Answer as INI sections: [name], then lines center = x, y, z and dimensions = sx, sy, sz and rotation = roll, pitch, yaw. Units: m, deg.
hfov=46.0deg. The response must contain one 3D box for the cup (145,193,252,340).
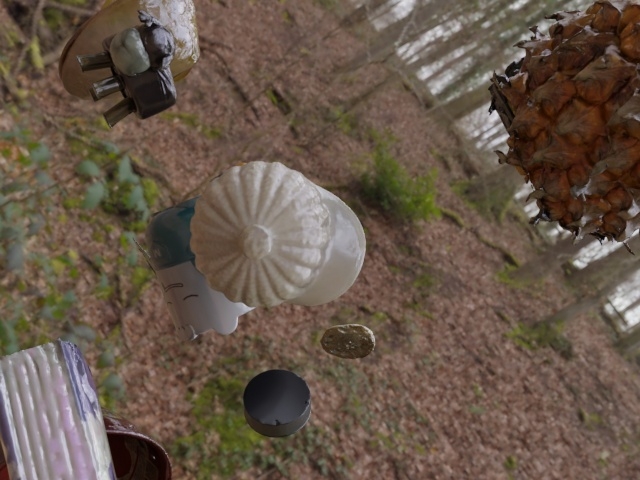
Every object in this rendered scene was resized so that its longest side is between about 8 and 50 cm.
[cup]
center = -0.237, 0.048, 1.502
dimensions = 0.289, 0.219, 0.258
rotation = -14, -82, 49

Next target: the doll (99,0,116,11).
[doll]
center = -0.370, -0.537, 1.523
dimensions = 0.142, 0.221, 0.135
rotation = 20, 12, 15

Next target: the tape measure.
[tape measure]
center = 0.350, -0.197, 1.222
dimensions = 0.186, 0.112, 0.199
rotation = 59, 10, 2

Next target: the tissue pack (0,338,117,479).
[tissue pack]
center = -0.331, 0.326, 0.991
dimensions = 0.242, 0.125, 0.344
rotation = 120, -47, -65

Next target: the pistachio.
[pistachio]
center = -0.337, -0.343, 1.329
dimensions = 0.163, 0.260, 0.213
rotation = 49, -24, 30

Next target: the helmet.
[helmet]
center = -0.489, 0.431, 1.390
dimensions = 0.230, 0.384, 0.338
rotation = 38, -65, 48

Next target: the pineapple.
[pineapple]
center = 0.413, -0.161, 0.924
dimensions = 0.352, 0.352, 0.300
rotation = 60, -29, -6

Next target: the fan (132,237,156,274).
[fan]
center = -0.359, 0.094, 1.721
dimensions = 0.152, 0.008, 0.227
rotation = 31, -27, 57

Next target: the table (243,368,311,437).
[table]
center = -0.085, 0.318, 1.480
dimensions = 0.133, 0.133, 0.043
rotation = 53, -26, 40

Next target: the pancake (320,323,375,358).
[pancake]
center = 0.065, 0.242, 1.808
dimensions = 0.139, 0.139, 0.022
rotation = 67, 20, -46

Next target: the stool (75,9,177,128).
[stool]
center = -0.267, -0.241, 1.063
dimensions = 0.125, 0.121, 0.217
rotation = 65, -18, 0

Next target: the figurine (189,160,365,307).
[figurine]
center = -0.101, -0.019, 0.999
dimensions = 0.332, 0.204, 0.185
rotation = 16, -70, 57
